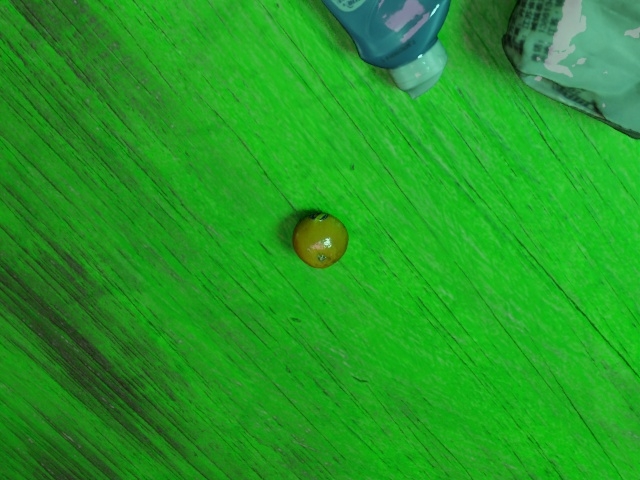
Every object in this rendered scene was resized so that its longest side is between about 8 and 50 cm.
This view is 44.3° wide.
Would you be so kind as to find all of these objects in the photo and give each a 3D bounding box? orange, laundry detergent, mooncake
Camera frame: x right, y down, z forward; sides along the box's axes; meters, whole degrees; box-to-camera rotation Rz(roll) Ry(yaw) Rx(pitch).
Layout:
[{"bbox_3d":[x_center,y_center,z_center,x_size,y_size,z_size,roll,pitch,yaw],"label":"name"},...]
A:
[{"bbox_3d":[0.000,0.001,1.125,0.083,0.084,0.084,7,125,10],"label":"orange"},{"bbox_3d":[0.065,-0.299,0.901,0.143,0.094,0.290,-25,117,21],"label":"laundry detergent"},{"bbox_3d":[0.333,-0.246,0.832,0.250,0.136,0.255,23,121,-3],"label":"mooncake"}]
